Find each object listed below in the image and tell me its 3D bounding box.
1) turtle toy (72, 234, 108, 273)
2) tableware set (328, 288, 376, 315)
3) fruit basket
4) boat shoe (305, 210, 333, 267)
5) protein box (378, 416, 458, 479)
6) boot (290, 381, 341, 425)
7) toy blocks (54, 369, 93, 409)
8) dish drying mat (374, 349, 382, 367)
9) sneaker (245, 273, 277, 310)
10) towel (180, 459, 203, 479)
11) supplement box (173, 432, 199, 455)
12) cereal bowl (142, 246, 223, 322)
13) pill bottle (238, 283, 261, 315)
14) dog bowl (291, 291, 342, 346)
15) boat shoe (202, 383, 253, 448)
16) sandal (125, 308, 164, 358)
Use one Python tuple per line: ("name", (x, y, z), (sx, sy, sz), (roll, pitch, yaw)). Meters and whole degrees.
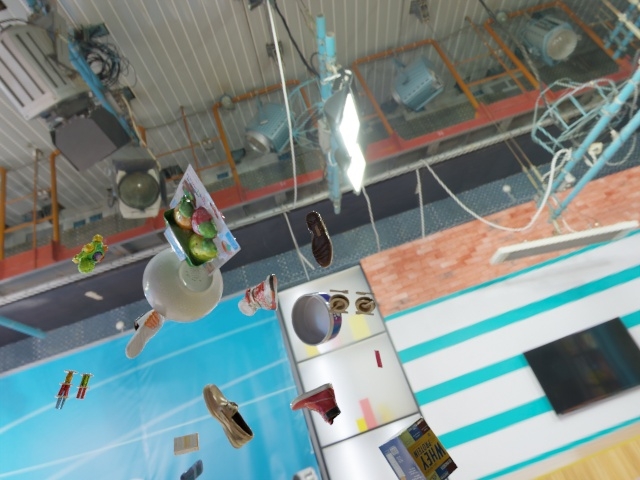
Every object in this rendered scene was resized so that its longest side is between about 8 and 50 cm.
("turtle toy", (-0.714, 0.048, 1.271), (0.095, 0.130, 0.066), (-33, -64, 27))
("tableware set", (0.128, 0.265, 1.672), (0.194, 0.039, 0.128), (3, -56, 10))
("fruit basket", (-0.433, -0.049, 1.445), (0.165, 0.327, 0.353), (-30, -1, -31))
("boat shoe", (0.008, -0.002, 1.816), (0.095, 0.257, 0.095), (-15, -13, 15))
("protein box", (0.357, 0.808, 1.527), (0.136, 0.201, 0.200), (-21, -28, -31))
("boot", (-0.024, 0.801, 1.929), (0.244, 0.176, 0.088), (-31, -31, 17))
("toy blocks", (-1.016, 0.619, 1.681), (0.054, 0.148, 0.123), (-15, -34, 32))
("dish drying mat", (0.268, 0.546, 1.887), (0.008, 0.083, 0.032), (-15, 3, -41))
("sneaker", (-0.267, 0.235, 1.823), (0.145, 0.090, 0.270), (4, -33, -1))
("towel", (-0.554, 1.009, 1.768), (0.029, 0.067, 0.119), (1, 8, 26))
("supplement box", (-0.552, 0.838, 1.683), (0.098, 0.062, 0.036), (-6, -53, -14))
("cereal bowl", (-0.560, 0.169, 1.736), (0.339, 0.339, 0.141), (7, -27, -42))
("pill bottle", (-0.331, 0.294, 2.074), (0.094, 0.094, 0.169), (-47, 2, 41))
("dog bowl", (-0.022, 0.396, 2.082), (0.265, 0.265, 0.104), (-39, -23, 33))
("boat shoe", (-0.448, 0.839, 2.005), (0.110, 0.341, 0.121), (-38, -8, 12))
("sandal", (-0.719, 0.357, 1.635), (0.076, 0.265, 0.102), (4, -62, 10))
